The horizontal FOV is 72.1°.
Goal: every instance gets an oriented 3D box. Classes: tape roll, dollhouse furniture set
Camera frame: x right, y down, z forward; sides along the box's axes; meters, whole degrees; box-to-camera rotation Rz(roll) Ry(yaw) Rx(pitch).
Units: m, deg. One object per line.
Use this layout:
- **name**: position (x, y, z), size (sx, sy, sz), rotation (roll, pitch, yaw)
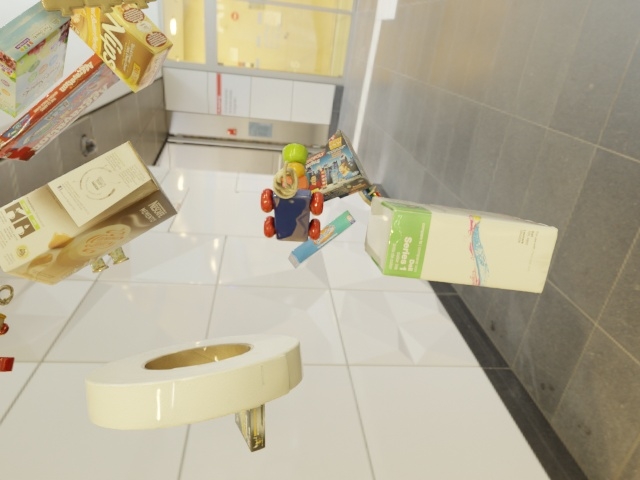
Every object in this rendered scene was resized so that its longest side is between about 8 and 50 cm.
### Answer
- **tape roll**: position (-0.223, 0.247, 0.826), size (0.392, 0.392, 0.071), rotation (156, 108, -81)
- **dollhouse furniture set**: position (-0.802, 0.012, 1.500), size (0.161, 0.242, 0.212), rotation (-11, 104, 52)

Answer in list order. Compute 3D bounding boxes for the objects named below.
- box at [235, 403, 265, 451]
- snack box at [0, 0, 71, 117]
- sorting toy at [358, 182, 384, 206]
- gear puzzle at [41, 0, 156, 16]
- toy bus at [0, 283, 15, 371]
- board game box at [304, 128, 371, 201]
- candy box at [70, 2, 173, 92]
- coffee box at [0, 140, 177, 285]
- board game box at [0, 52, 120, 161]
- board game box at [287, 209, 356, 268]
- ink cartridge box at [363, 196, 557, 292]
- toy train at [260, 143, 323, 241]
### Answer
- **box**: position (-0.254, 0.596, 1.568), size (0.183, 0.056, 0.230), rotation (27, 119, 57)
- **snack box**: position (-0.634, -0.391, 0.956), size (0.207, 0.070, 0.174), rotation (-28, 32, 50)
- **sorting toy**: position (0.179, -0.158, 1.525), size (0.046, 0.275, 0.132), rotation (-41, 47, 16)
- **gear puzzle**: position (-0.528, -0.558, 0.916), size (0.044, 0.339, 0.175), rotation (9, 119, 55)
- **toy bus**: position (-0.719, 0.205, 0.873), size (0.202, 0.105, 0.190), rotation (-60, -31, -73)
- **board game box**: position (0.037, -0.214, 1.272), size (0.060, 0.194, 0.194), rotation (34, -136, -52)
- **candy box**: position (-0.587, -0.603, 1.234), size (0.183, 0.316, 0.087), rotation (-30, 19, 46)
- **coffee box**: position (-0.382, -0.039, 0.724), size (0.098, 0.247, 0.141), rotation (56, 168, 7)
- **board game box**: position (-0.552, -0.273, 0.928), size (0.281, 0.027, 0.145), rotation (-44, 14, -4)
- **board game box**: position (0.000, 0.000, 1.336), size (0.047, 0.210, 0.160), rotation (53, 168, 3)
- **ink cartridge box**: position (0.237, 0.001, 0.800), size (0.201, 0.278, 0.117), rotation (-108, 25, -79)
- **toy train**: position (-0.046, -0.110, 0.759), size (0.248, 0.105, 0.143), rotation (96, 176, -61)
